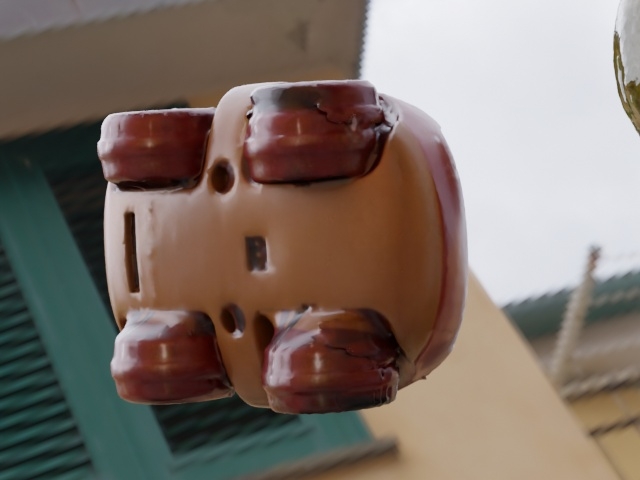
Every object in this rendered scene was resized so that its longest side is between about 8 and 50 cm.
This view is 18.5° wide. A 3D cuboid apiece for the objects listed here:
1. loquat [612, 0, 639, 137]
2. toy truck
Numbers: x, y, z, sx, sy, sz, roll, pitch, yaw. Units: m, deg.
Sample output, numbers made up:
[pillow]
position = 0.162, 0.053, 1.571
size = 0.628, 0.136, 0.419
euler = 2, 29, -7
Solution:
[loquat]
position = 0.326, -0.154, 1.418
size = 0.246, 0.213, 0.213
euler = -52, -39, -21
[toy truck]
position = 0.000, 0.000, 1.185
size = 0.239, 0.265, 0.189
euler = -6, -87, -49
